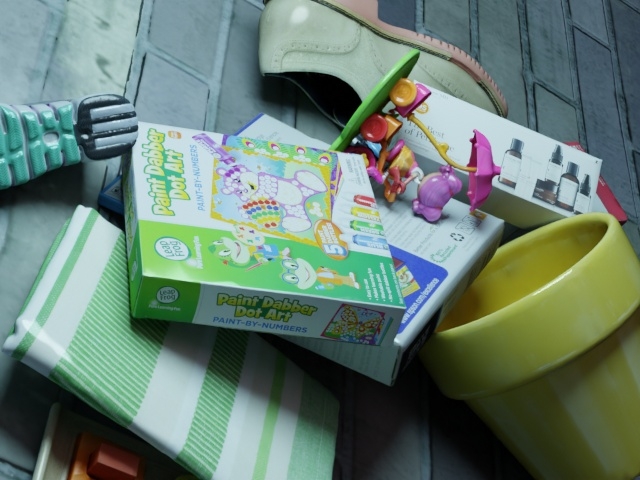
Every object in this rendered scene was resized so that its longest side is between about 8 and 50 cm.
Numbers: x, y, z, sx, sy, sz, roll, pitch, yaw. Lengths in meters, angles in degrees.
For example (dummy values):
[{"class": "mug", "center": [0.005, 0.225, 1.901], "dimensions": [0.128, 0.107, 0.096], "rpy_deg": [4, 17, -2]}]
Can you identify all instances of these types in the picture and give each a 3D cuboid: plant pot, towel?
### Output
[{"class": "plant pot", "center": [0.257, 0.132, 1.595], "dimensions": [0.239, 0.254, 0.254], "rpy_deg": [59, 35, -10]}, {"class": "towel", "center": [-0.121, 0.123, 1.348], "dimensions": [0.325, 0.038, 0.248], "rpy_deg": [38, 24, -14]}]

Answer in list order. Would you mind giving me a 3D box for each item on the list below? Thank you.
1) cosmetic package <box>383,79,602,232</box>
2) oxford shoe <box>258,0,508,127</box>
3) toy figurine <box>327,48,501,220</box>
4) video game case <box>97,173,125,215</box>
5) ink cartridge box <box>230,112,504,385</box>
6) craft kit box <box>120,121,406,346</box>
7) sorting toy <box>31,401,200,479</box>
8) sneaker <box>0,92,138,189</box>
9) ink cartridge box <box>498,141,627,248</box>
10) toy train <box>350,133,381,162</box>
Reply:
[{"class": "cosmetic package", "center": [0.194, -0.087, 1.691], "dimensions": [0.239, 0.060, 0.099], "rpy_deg": [22, 56, -7]}, {"class": "oxford shoe", "center": [0.071, -0.186, 1.822], "dimensions": [0.397, 0.140, 0.146], "rpy_deg": [24, 73, -35]}, {"class": "toy figurine", "center": [0.105, -0.085, 1.572], "dimensions": [0.159, 0.173, 0.130], "rpy_deg": [41, 4, 5]}, {"class": "video game case", "center": [-0.133, -0.055, 1.516], "dimensions": [0.119, 0.015, 0.166], "rpy_deg": [23, 35, 13]}, {"class": "ink cartridge box", "center": [0.000, 0.000, 1.558], "dimensions": [0.307, 0.072, 0.303], "rpy_deg": [23, 33, 16]}, {"class": "craft kit box", "center": [-0.061, -0.010, 1.422], "dimensions": [0.247, 0.061, 0.250], "rpy_deg": [5, 36, -15]}, {"class": "sorting toy", "center": [-0.150, 0.234, 1.240], "dimensions": [0.196, 0.047, 0.347], "rpy_deg": [30, 39, -21]}, {"class": "sneaker", "center": [-0.288, -0.092, 1.409], "dimensions": [0.224, 0.098, 0.083], "rpy_deg": [-7, 96, -28]}, {"class": "ink cartridge box", "center": [0.256, -0.034, 1.827], "dimensions": [0.176, 0.128, 0.127], "rpy_deg": [-7, 61, -48]}, {"class": "toy train", "center": [0.097, -0.056, 1.739], "dimensions": [0.184, 0.080, 0.105], "rpy_deg": [50, 28, 9]}]
